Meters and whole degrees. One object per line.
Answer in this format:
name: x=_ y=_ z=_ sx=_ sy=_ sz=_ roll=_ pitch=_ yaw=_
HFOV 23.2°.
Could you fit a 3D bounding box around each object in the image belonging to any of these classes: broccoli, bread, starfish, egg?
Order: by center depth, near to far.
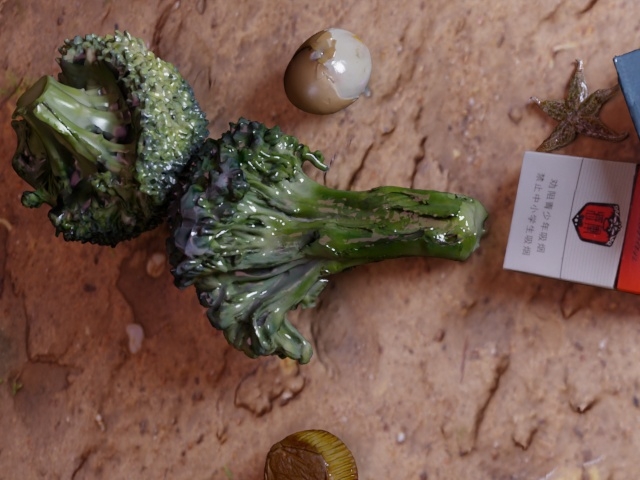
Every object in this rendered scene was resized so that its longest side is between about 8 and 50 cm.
starfish: x=0.207 y=-0.098 z=1.260 sx=0.092 sy=0.016 sz=0.086 roll=36 pitch=106 yaw=33
broccoli: x=-0.010 y=0.017 z=1.332 sx=0.275 sy=0.177 sz=0.198 roll=22 pitch=91 yaw=24
bread: x=-0.005 y=0.204 z=1.348 sx=0.085 sy=0.053 sz=0.085 roll=5 pitch=98 yaw=40
egg: x=0.005 y=-0.147 z=1.387 sx=0.083 sy=0.071 sz=0.071 roll=-38 pitch=61 yaw=44
broccoli: x=-0.203 y=-0.093 z=1.466 sx=0.176 sy=0.226 sz=0.198 roll=31 pitch=105 yaw=-8

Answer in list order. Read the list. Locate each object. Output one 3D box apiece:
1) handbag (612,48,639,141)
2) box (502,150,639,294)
handbag: x=0.337 y=-0.106 z=1.109 sx=0.229 sy=0.062 sz=0.179 roll=-23 pitch=64 yaw=19
box: x=0.223 y=-0.012 z=1.215 sx=0.152 sy=0.048 sz=0.100 roll=10 pitch=91 yaw=36
